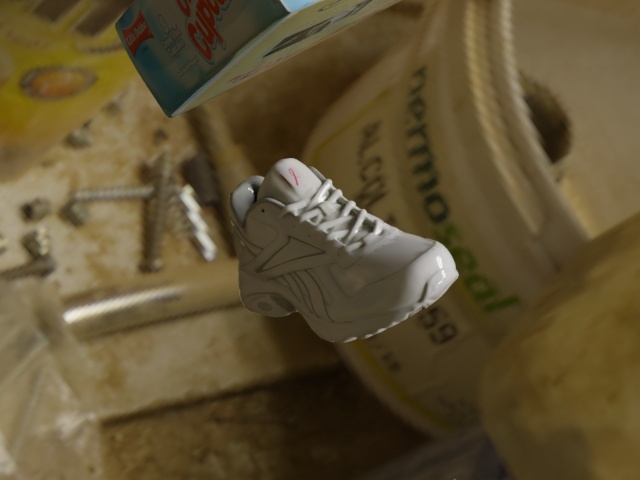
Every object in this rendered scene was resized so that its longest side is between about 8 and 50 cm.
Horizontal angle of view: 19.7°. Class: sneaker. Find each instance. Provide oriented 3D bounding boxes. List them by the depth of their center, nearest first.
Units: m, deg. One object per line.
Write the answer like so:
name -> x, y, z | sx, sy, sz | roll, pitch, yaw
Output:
sneaker -> 0.000, 0.000, 1.292 | 0.090, 0.232, 0.115 | -34, 113, -31

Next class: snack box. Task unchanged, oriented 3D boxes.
snack box -> 0.071, -0.169, 0.864 | 0.322, 0.187, 0.060 | -30, 91, -22

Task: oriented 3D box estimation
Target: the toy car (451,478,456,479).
toy car -> 0.043, 0.241, 1.191 | 0.149, 0.155, 0.188 | 20, 34, 30
